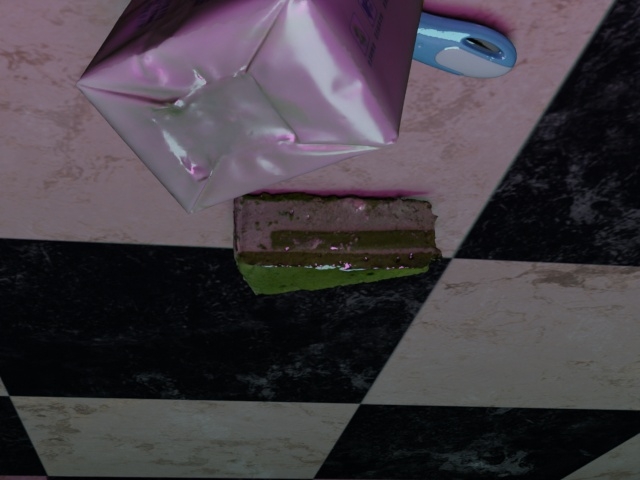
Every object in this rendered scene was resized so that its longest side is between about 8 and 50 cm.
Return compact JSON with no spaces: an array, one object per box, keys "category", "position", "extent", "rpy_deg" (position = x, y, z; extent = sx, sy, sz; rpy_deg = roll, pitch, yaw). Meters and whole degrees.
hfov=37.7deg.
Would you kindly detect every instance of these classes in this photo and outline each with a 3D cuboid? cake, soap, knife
[{"category":"cake","position":[0.017,0.005,1.096],"extent":[0.235,0.100,0.099],"rpy_deg":[0,155,-2]},{"category":"soap","position":[-0.038,-0.143,0.667],"extent":[0.182,0.199,0.138],"rpy_deg":[-18,125,28]},{"category":"knife","position":[0.072,-0.186,0.797],"extent":[0.222,0.031,0.064],"rpy_deg":[16,153,-24]}]
